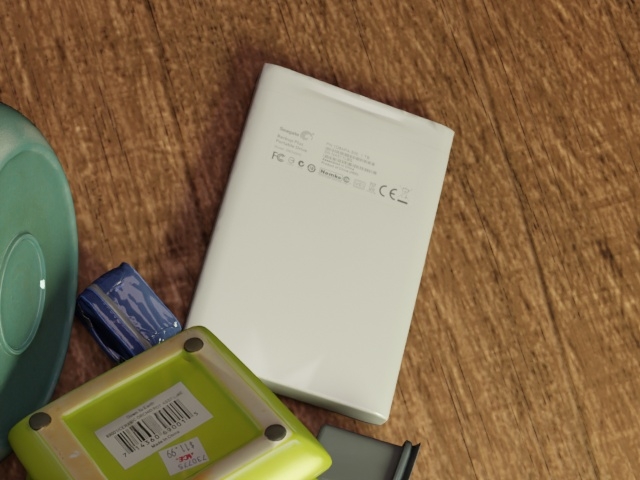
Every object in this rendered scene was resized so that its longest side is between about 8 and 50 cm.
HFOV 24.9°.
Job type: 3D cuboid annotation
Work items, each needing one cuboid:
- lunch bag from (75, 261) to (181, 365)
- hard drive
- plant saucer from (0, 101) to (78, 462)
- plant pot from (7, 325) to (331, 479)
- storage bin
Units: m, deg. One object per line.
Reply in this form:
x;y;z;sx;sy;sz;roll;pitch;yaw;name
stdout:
-0.181;0.078;1.342;0.065;0.067;0.098;-40;88;-23;lunch bag
0.000;0.000;1.427;0.210;0.040;0.318;19;67;-10;hard drive
-0.264;0.043;1.199;0.044;0.317;0.317;5;70;10;plant saucer
-0.117;0.216;1.192;0.228;0.207;0.227;-28;46;-21;plant pot
0.027;0.225;1.327;0.091;0.135;0.098;21;68;3;storage bin
